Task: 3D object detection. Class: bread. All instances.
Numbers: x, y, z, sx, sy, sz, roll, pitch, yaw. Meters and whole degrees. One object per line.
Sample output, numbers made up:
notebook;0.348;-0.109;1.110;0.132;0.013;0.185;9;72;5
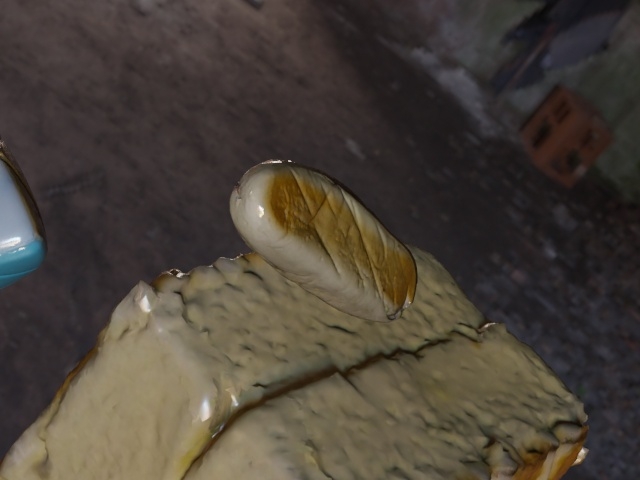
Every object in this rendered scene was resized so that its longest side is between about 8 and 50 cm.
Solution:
bread;0.001;0.000;0.873;0.053;0.073;0.214;3;-18;32
bread;-0.036;0.198;1.064;0.371;0.390;0.279;-14;62;-50

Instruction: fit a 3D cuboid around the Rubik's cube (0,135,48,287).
Rubik's cube;-0.328;0.000;1.080;0.254;0.254;0.254;33;20;-14
